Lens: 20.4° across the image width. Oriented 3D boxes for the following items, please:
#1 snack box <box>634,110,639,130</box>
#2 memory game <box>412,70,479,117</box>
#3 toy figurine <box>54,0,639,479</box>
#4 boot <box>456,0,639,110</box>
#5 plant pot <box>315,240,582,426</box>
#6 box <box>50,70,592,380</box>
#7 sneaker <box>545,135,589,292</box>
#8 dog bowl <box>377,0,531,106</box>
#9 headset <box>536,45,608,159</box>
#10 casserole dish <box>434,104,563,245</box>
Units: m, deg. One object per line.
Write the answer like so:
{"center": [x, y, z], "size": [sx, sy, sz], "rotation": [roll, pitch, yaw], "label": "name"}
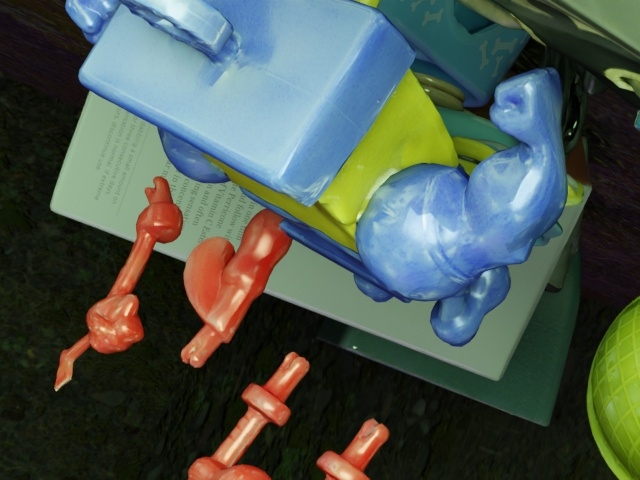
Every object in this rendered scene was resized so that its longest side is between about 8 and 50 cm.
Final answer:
{"center": [0.373, -0.032, 1.079], "size": [0.322, 0.060, 0.187], "rotation": [19, 176, 41], "label": "snack box"}
{"center": [-0.012, -0.077, 0.841], "size": [0.186, 0.012, 0.186], "rotation": [17, 171, 3], "label": "memory game"}
{"center": [0.000, 0.000, 0.595], "size": [0.362, 0.191, 0.217], "rotation": [32, 169, 41], "label": "toy figurine"}
{"center": [0.092, -0.110, 0.506], "size": [0.377, 0.138, 0.284], "rotation": [36, -172, 27], "label": "boot"}
{"center": [0.163, 0.044, 2.023], "size": [0.247, 0.252, 0.248], "rotation": [21, 177, -6], "label": "plant pot"}
{"center": [0.005, -0.067, 1.316], "size": [0.345, 0.168, 0.215], "rotation": [21, -158, -5], "label": "box"}
{"center": [0.201, -0.048, 1.584], "size": [0.111, 0.129, 0.297], "rotation": [19, -165, 0], "label": "sneaker"}
{"center": [0.030, -0.158, 1.101], "size": [0.166, 0.074, 0.297], "rotation": [19, 177, 27], "label": "dog bowl"}
{"center": [-0.047, -0.141, 0.865], "size": [0.394, 0.185, 0.243], "rotation": [5, -178, -15], "label": "headset"}
{"center": [0.027, -0.040, 0.829], "size": [0.188, 0.037, 0.114], "rotation": [14, 171, 25], "label": "casserole dish"}
